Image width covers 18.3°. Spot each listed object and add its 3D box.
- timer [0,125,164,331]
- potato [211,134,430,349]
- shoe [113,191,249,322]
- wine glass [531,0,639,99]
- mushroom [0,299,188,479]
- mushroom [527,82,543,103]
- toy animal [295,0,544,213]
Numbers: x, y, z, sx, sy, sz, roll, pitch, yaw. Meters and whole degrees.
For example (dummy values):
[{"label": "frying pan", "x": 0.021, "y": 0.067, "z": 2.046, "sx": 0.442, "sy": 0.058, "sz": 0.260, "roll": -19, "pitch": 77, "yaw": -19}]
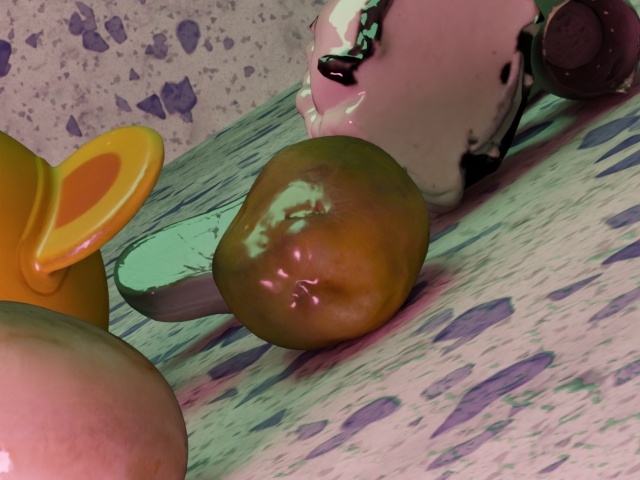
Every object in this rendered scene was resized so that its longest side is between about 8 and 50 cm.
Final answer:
[{"label": "timer", "x": -0.313, "y": 0.052, "z": 1.571, "sx": 0.376, "sy": 0.376, "sz": 0.387, "roll": -37, "pitch": 20, "yaw": -34}, {"label": "potato", "x": 0.003, "y": 0.004, "z": 1.457, "sx": 0.154, "sy": 0.137, "sz": 0.200, "roll": -60, "pitch": 1, "yaw": 14}, {"label": "shoe", "x": -0.059, "y": 0.015, "z": 1.776, "sx": 0.251, "sy": 0.103, "sz": 0.100, "roll": -19, "pitch": -37, "yaw": -8}, {"label": "wine glass", "x": 0.232, "y": -0.182, "z": 1.793, "sx": 0.111, "sy": 0.111, "sz": 0.204, "roll": -30, "pitch": 8, "yaw": 3}, {"label": "mushroom", "x": -0.193, "y": 0.147, "z": 1.231, "sx": 0.215, "sy": 0.207, "sz": 0.207, "roll": -67, "pitch": 12, "yaw": -3}, {"label": "mushroom", "x": 0.176, "y": -0.170, "z": 1.996, "sx": 0.099, "sy": 0.096, "sz": 0.278, "roll": -25, "pitch": 15, "yaw": 47}, {"label": "toy animal", "x": 0.075, "y": -0.137, "z": 1.689, "sx": 0.208, "sy": 0.204, "sz": 0.156, "roll": -66, "pitch": 18, "yaw": -15}]
